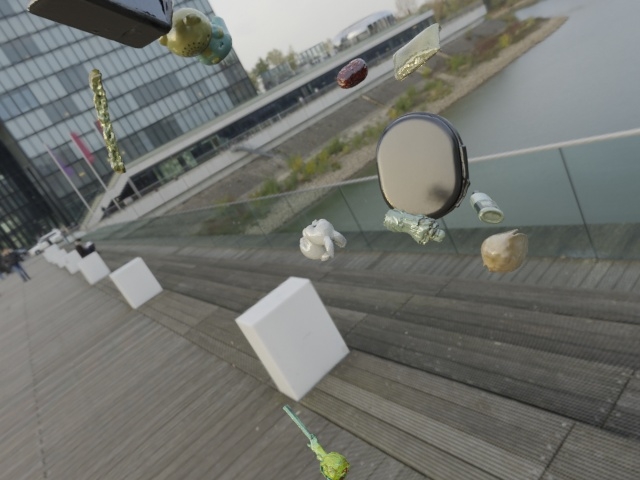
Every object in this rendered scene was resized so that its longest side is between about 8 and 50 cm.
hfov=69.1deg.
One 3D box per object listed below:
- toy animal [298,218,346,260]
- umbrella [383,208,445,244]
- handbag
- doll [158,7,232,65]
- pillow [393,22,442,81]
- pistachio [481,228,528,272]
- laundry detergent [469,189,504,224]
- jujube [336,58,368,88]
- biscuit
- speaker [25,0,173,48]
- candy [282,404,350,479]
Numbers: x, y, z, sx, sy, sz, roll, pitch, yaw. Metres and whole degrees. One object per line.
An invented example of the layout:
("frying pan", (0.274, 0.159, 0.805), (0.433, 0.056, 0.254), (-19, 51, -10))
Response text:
("toy animal", (0.003, 0.006, 2.018), (0.128, 0.178, 0.193), (-33, -4, -40))
("umbrella", (0.217, -0.032, 1.070), (0.062, 0.144, 0.067), (12, -81, -81))
("handbag", (0.284, -0.203, 1.304), (0.254, 0.307, 0.093), (-5, 11, 26))
("doll", (-0.444, -0.728, 1.663), (0.177, 0.161, 0.261), (-21, -1, 22))
("pillow", (0.321, -0.633, 1.572), (0.053, 0.119, 0.208), (10, -23, -37))
("pistachio", (0.581, 0.034, 1.457), (0.223, 0.126, 0.152), (-3, -49, -54))
("laundry detergent", (0.659, -0.143, 1.872), (0.099, 0.070, 0.225), (4, 29, -1))
("jujube", (0.111, -0.569, 1.598), (0.129, 0.077, 0.077), (-45, 23, -24))
("biscuit", (-0.585, -0.328, 1.269), (0.036, 0.273, 0.187), (-14, 28, -19))
("speaker", (-0.598, -0.693, 1.316), (0.180, 0.184, 0.388), (-6, -1, 36))
("candy", (-0.021, 0.584, 1.347), (0.073, 0.262, 0.077), (-23, -30, -47))
